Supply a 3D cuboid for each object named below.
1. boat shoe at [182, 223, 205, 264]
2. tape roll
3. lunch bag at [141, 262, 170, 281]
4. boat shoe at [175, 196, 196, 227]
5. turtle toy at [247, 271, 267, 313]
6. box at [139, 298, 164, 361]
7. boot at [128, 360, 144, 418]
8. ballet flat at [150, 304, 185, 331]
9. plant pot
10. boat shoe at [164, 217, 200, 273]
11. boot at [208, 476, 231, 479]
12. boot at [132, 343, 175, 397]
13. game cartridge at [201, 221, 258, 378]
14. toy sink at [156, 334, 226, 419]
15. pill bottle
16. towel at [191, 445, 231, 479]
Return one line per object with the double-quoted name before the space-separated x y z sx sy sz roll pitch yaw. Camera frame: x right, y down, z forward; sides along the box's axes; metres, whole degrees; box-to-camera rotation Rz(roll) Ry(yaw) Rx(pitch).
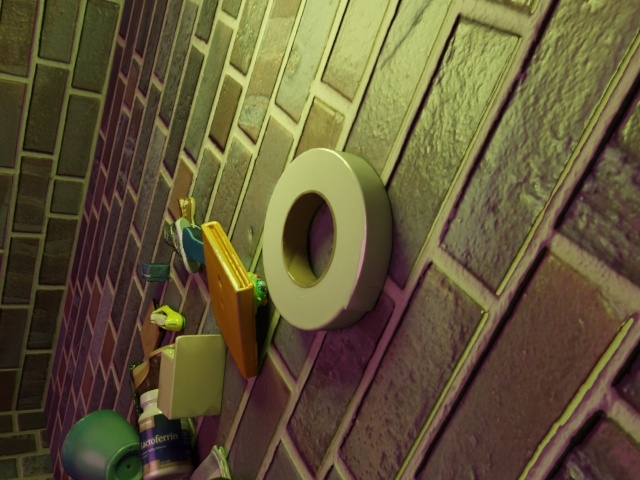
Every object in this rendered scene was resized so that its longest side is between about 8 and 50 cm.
"boat shoe" -0.342 0.023 1.754 0.258 0.089 0.109 34 123 52
"tape roll" 0.000 0.000 1.246 0.392 0.072 0.392 -12 76 54
"lunch bag" -0.593 0.116 2.102 0.067 0.098 0.065 10 97 51
"boat shoe" -0.452 -0.058 1.946 0.064 0.060 0.178 -10 78 55
"turtle toy" -0.174 0.124 1.501 0.130 0.066 0.095 40 139 53
"box" -0.634 0.345 2.201 0.201 0.021 0.164 -63 39 34
"boot" -0.668 0.586 2.199 0.161 0.083 0.246 111 145 -44
"ballet flat" -0.541 0.268 2.024 0.231 0.077 0.077 4 93 57
"plant pot" -0.758 0.790 2.143 0.255 0.272 0.271 9 94 42
"boat shoe" -0.445 0.026 1.887 0.083 0.065 0.183 -20 81 32
"boot" -0.314 0.805 1.495 0.284 0.138 0.377 -30 57 51
"boot" -0.527 0.483 1.993 0.248 0.090 0.207 -38 73 27
"game cartridge" -0.229 0.156 1.507 0.285 0.053 0.323 -127 28 -45
"toy sink" -0.373 0.377 1.694 0.131 0.153 0.234 8 93 57
"pill bottle" -0.487 0.608 1.835 0.153 0.153 0.264 -47 50 43
"towel" -0.289 0.768 1.623 0.248 0.038 0.325 -55 44 39
